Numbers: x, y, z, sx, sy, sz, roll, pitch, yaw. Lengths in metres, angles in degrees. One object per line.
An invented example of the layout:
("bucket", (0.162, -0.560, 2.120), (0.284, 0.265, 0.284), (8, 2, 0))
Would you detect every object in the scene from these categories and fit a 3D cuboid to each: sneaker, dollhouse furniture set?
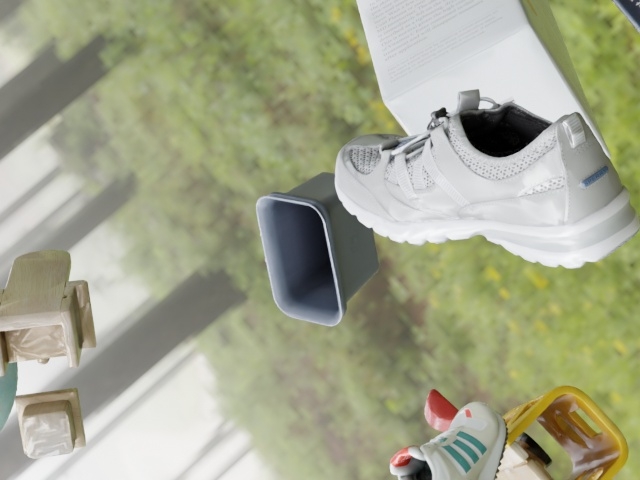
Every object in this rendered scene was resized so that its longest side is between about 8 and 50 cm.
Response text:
("sneaker", (0.097, 0.171, 1.352), (0.075, 0.161, 0.057), (35, 128, -11))
("dollhouse furniture set", (-0.305, 0.204, 1.336), (0.174, 0.303, 0.355), (-104, 7, -72))
("sneaker", (0.113, -0.063, 1.262), (0.281, 0.105, 0.115), (9, 125, 48))

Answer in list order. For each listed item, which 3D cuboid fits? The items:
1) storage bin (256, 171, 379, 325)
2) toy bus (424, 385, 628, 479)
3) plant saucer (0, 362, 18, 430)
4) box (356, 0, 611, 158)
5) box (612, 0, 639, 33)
("storage bin", (0.000, 0.000, 1.682), (0.098, 0.091, 0.135), (11, 123, 36))
("toy bus", (0.190, 0.192, 1.508), (0.202, 0.104, 0.191), (29, 154, 43))
("plant saucer", (-0.376, 0.125, 1.572), (0.195, 0.195, 0.037), (50, 180, -4))
("box", (0.159, -0.225, 1.860), (0.215, 0.168, 0.345), (50, -161, -39))
("box", (0.495, -0.399, 1.842), (0.293, 0.395, 0.212), (-6, -124, -54))
